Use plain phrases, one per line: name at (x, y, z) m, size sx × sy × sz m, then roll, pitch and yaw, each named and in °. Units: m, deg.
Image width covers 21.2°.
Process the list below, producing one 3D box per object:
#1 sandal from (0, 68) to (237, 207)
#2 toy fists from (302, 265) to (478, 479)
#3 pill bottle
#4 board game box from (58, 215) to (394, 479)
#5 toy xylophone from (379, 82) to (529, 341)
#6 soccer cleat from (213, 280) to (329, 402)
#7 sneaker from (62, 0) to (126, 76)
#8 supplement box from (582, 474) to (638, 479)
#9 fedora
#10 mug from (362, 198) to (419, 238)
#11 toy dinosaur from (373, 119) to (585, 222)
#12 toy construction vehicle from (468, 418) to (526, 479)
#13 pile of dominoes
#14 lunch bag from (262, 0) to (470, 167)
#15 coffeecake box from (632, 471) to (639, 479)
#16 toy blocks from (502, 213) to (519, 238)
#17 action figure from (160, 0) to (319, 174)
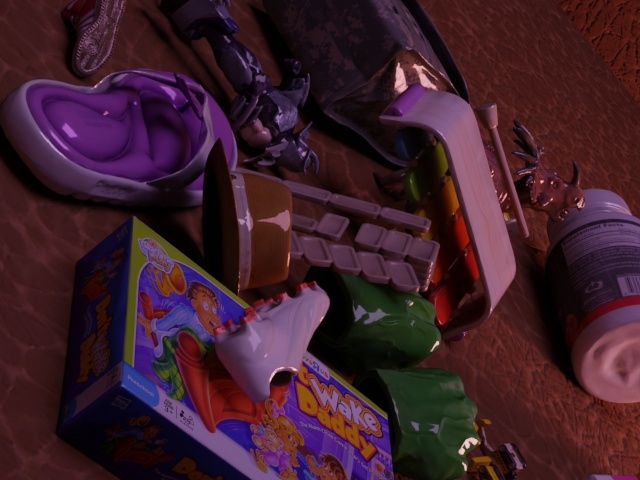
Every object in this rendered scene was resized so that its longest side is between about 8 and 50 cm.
sandal at (-0.168, -0.117, 1.743) m, size 0.169 × 0.102 × 0.416 m, roll 55°, pitch 22°, yaw 5°
toy fists at (0.078, 0.139, 1.851) m, size 0.142 × 0.096 × 0.279 m, roll 8°, pitch 46°, yaw -38°
pill bottle at (0.425, 0.070, 2.508) m, size 0.176 × 0.176 × 0.318 m, roll 38°, pitch 27°, yaw -31°
board game box at (-0.074, 0.164, 1.542) m, size 0.347 × 0.078 × 0.233 m, roll 40°, pitch 26°, yaw -28°
toy xylophone at (0.176, -0.045, 2.144) m, size 0.236 × 0.081 × 0.322 m, roll -33°, pitch 112°, yaw -62°
soccer cleat at (-0.039, 0.091, 1.541) m, size 0.076 × 0.068 × 0.196 m, roll 67°, pitch 24°, yaw -3°
sneaker at (-0.251, -0.220, 1.830) m, size 0.042 × 0.067 × 0.118 m, roll 39°, pitch 56°, yaw -35°
supplement box at (0.228, 0.330, 1.690) m, size 0.111 × 0.220 × 0.114 m, roll 13°, pitch 44°, yaw -56°
fedora at (-0.069, -0.010, 1.682) m, size 0.079 × 0.194 × 0.194 m, roll -1°, pitch 43°, yaw -11°
mug at (0.084, -0.020, 2.118) m, size 0.078 × 0.064 × 0.062 m, roll 27°, pitch 60°, yaw -59°
toy dinosaur at (0.206, -0.089, 2.291) m, size 0.296 × 0.200 × 0.127 m, roll 20°, pitch 39°, yaw -51°
toy construction vehicle at (0.192, 0.251, 1.991) m, size 0.086 × 0.035 × 0.098 m, roll 0°, pitch 52°, yaw -49°
pile of dominoes at (0.000, 0.000, 1.855) m, size 0.251 × 0.040 × 0.196 m, roll 15°, pitch 24°, yaw 6°
lunch bag at (0.082, -0.245, 2.338) m, size 0.287 × 0.169 × 0.235 m, roll 33°, pitch 25°, yaw -54°
coffeecake box at (0.496, 0.341, 2.230) m, size 0.068 × 0.185 × 0.142 m, roll 32°, pitch 30°, yaw -40°
toy blocks at (0.228, -0.078, 2.507) m, size 0.123 × 0.054 × 0.148 m, roll 20°, pitch 39°, yaw -53°
action figure at (-0.086, -0.195, 2.028) m, size 0.285 × 0.099 × 0.185 m, roll 56°, pitch 14°, yaw -2°
